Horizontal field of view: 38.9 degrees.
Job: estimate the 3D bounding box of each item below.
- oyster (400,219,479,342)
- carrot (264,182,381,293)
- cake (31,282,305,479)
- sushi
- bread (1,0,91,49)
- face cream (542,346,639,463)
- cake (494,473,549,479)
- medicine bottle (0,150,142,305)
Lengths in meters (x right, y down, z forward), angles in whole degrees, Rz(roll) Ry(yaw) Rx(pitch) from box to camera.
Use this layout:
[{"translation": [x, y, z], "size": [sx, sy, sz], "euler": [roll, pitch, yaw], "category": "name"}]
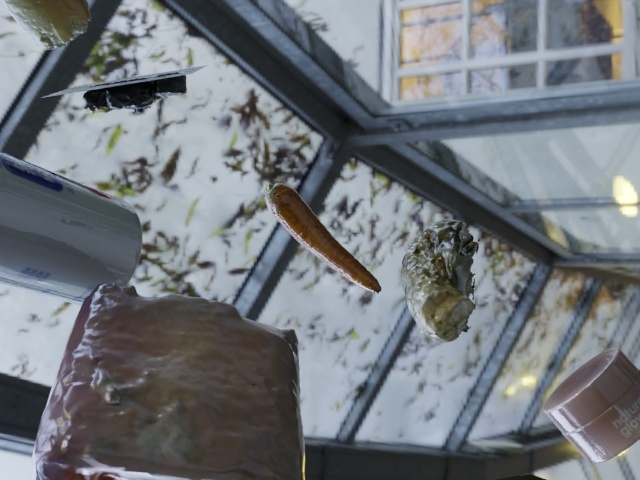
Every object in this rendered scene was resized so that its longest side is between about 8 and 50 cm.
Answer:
[{"translation": [0.160, 0.068, 1.169], "size": [0.294, 0.094, 0.166], "euler": [48, -141, -69], "category": "oyster"}, {"translation": [0.000, 0.000, 1.575], "size": [0.271, 0.066, 0.062], "euler": [47, -154, 4], "category": "carrot"}, {"translation": [-0.147, 0.224, 0.854], "size": [0.230, 0.237, 0.308], "euler": [-93, 16, -53], "category": "cake"}, {"translation": [-0.276, -0.211, 1.337], "size": [0.192, 0.215, 0.050], "euler": [-89, -10, -75], "category": "sushi"}, {"translation": [-0.314, -0.283, 1.017], "size": [0.106, 0.082, 0.125], "euler": [70, 173, -50], "category": "bread"}, {"translation": [0.421, 0.244, 1.347], "size": [0.104, 0.149, 0.149], "euler": [49, -142, 6], "category": "face cream"}, {"translation": [0.175, 0.322, 0.742], "size": [0.208, 0.185, 0.178], "euler": [-15, -60, -34], "category": "cake"}, {"translation": [-0.343, -0.030, 0.893], "size": [0.341, 0.130, 0.130], "euler": [23, -109, -49], "category": "medicine bottle"}]
